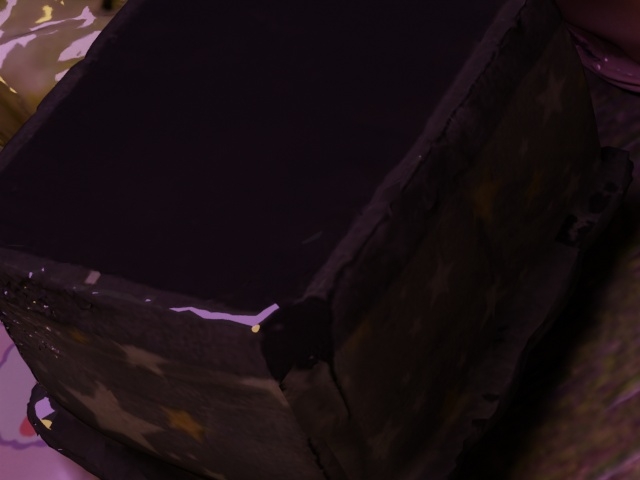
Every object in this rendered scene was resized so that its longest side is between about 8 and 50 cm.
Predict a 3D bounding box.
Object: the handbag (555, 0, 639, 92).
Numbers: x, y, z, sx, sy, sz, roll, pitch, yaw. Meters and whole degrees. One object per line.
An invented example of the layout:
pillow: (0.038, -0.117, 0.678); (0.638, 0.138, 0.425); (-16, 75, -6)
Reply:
handbag: (0.147, -0.164, 0.774); (0.179, 0.116, 0.205); (24, 74, 48)

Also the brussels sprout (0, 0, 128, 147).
brussels sprout: (-0.082, -0.129, 0.900); (0.223, 0.161, 0.223); (-5, 66, 13)

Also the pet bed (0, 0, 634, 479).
pet bed: (0.000, 0.000, 0.720); (0.183, 0.159, 0.211); (13, 54, 31)

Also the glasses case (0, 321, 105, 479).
glasses case: (-0.126, 0.124, 0.772); (0.113, 0.075, 0.296); (-1, 56, 34)
